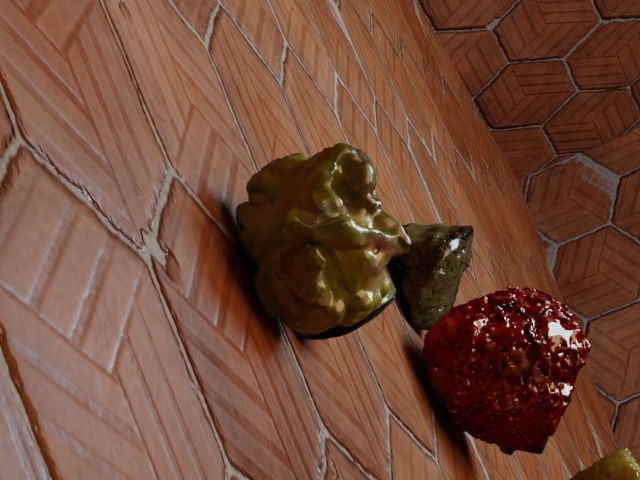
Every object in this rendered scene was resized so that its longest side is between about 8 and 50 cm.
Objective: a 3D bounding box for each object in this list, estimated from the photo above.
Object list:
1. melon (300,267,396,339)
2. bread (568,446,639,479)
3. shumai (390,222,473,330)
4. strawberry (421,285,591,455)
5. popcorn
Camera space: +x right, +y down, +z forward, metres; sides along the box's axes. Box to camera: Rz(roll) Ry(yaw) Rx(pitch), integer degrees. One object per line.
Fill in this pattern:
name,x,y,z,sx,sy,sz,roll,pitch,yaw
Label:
melon,0.010,0.016,1.300,0.160,0.079,0.128,-61,128,-75
bread,0.383,0.412,1.931,0.340,0.179,0.194,46,22,-53
shumai,0.129,0.031,1.786,0.105,0.139,0.123,38,-39,36
strawberry,0.199,0.140,1.699,0.201,0.187,0.184,19,51,-27
popcorn,0.000,0.000,1.186,0.125,0.126,0.145,26,57,-33
